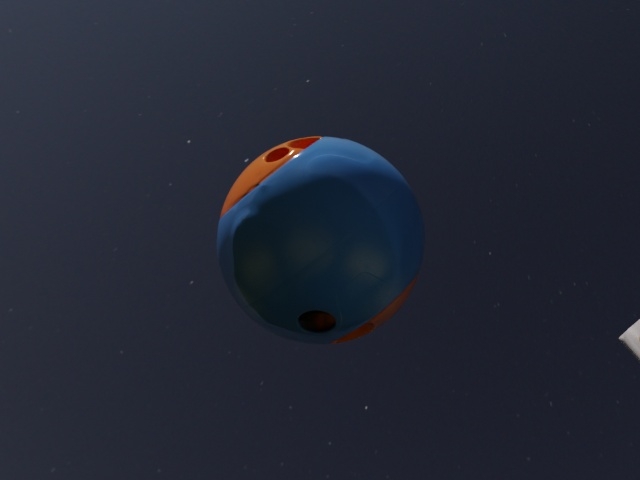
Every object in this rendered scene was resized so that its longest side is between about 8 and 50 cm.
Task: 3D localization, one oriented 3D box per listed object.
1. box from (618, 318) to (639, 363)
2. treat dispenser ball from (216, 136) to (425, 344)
[{"bbox_3d":[0.251,0.093,0.260,0.103,0.114,0.203,-42,-58,15],"label":"box"},{"bbox_3d":[0.000,0.000,0.793,0.288,0.288,0.288,6,-65,13],"label":"treat dispenser ball"}]
